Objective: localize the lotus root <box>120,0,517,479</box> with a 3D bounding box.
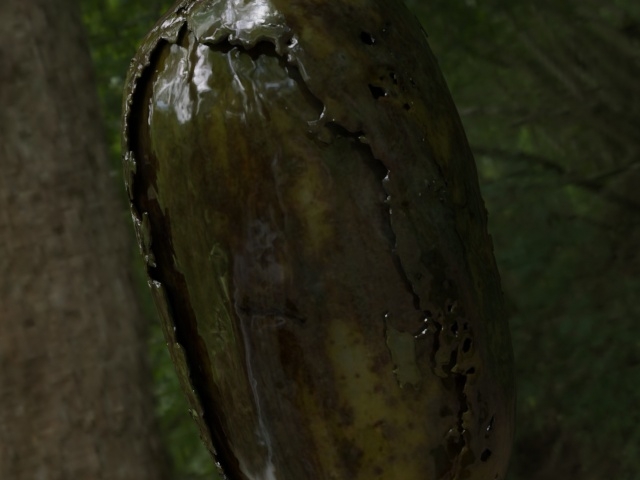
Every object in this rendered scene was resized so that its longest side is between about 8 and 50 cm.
[{"bbox_3d":[0.000,0.000,0.779,0.195,0.398,0.179,-14,7,23],"label":"lotus root"}]
